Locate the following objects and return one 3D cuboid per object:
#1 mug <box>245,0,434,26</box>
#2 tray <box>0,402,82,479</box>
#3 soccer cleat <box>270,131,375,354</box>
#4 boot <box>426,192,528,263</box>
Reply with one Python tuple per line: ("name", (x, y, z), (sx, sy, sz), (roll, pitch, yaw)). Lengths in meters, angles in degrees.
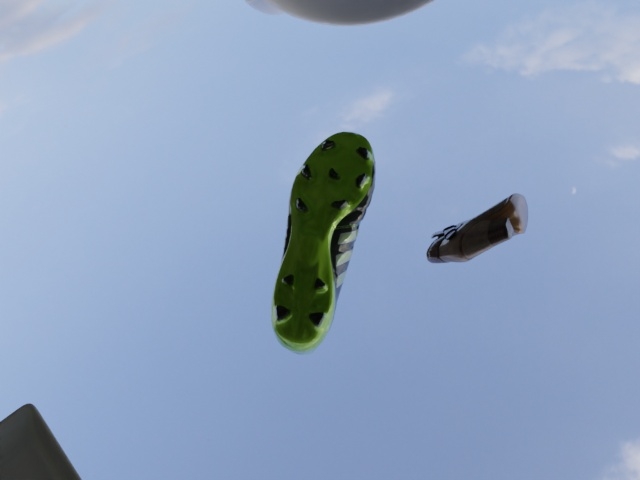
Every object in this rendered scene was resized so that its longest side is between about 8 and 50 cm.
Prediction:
("mug", (0.001, -0.408, 0.659), (0.276, 0.374, 0.328), (9, -123, -26))
("tray", (-0.253, 0.302, 0.590), (0.145, 0.030, 0.270), (-36, -98, -4))
("soccer cleat", (0.000, 0.000, 0.482), (0.060, 0.072, 0.178), (14, -111, 5))
("boot", (0.158, -0.011, 0.643), (0.087, 0.042, 0.118), (-18, -173, 34))
